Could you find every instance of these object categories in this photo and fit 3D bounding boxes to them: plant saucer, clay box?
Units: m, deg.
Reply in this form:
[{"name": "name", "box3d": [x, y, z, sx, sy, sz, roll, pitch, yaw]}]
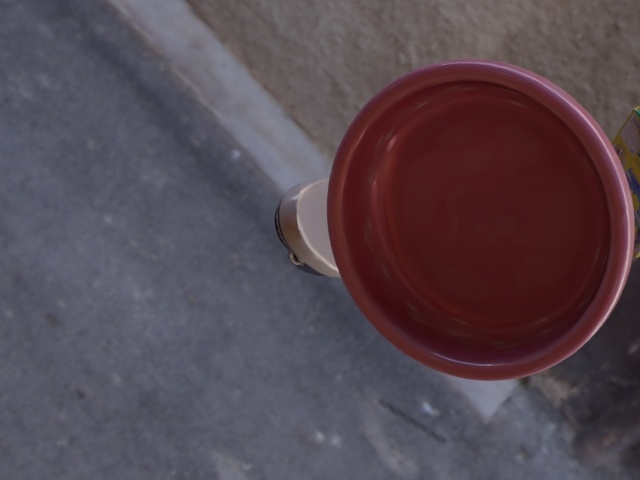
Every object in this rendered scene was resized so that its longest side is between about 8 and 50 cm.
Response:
[{"name": "plant saucer", "box3d": [0.168, -0.023, 1.341, 0.332, 0.332, 0.084, 51, 31, 10]}, {"name": "clay box", "box3d": [0.411, -0.070, 1.638, 0.053, 0.222, 0.127, -22, 71, -15]}]

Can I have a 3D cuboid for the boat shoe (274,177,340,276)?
[{"name": "boat shoe", "box3d": [0.000, 0.000, 1.701, 0.340, 0.158, 0.127, 16, 70, -58]}]
